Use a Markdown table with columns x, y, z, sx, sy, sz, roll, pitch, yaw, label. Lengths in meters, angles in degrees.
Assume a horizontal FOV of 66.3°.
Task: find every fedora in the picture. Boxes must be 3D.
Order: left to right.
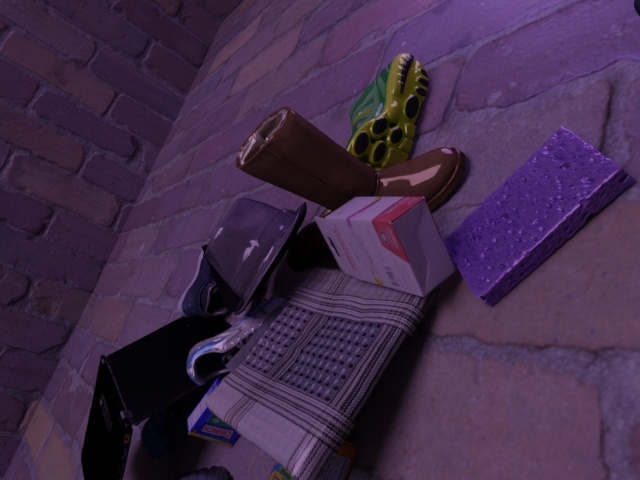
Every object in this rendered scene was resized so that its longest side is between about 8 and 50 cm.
| x | y | z | sx | sy | sz | roll | pitch | yaw | label |
| --- | --- | --- | --- | --- | --- | --- | --- | --- | --- |
| -0.132 | 0.006 | 0.920 | 0.244 | 0.124 | 0.275 | -58 | 0 | 14 | fedora |

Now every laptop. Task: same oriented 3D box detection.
| x | y | z | sx | sy | sz | roll | pitch | yaw | label |
| --- | --- | --- | --- | --- | --- | --- | --- | --- | --- |
| -0.350 | 0.372 | 1.079 | 0.382 | 0.236 | 0.408 | 13 | 92 | 60 | laptop |

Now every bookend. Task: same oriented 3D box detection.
| x | y | z | sx | sy | sz | roll | pitch | yaw | label |
| --- | --- | --- | --- | --- | --- | --- | --- | --- | --- |
| -0.153 | 0.054 | 1.077 | 0.072 | 0.156 | 0.157 | -14 | 98 | 52 | bookend |

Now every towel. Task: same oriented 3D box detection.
| x | y | z | sx | sy | sz | roll | pitch | yaw | label |
| --- | --- | --- | --- | --- | --- | --- | --- | --- | --- |
| -0.019 | 0.158 | 0.734 | 0.312 | 0.056 | 0.324 | -52 | 26 | -21 | towel |

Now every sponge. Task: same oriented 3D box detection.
| x | y | z | sx | sy | sz | roll | pitch | yaw | label |
| --- | --- | --- | --- | --- | --- | --- | --- | --- | --- |
| 0.250 | -0.030 | 0.596 | 0.210 | 0.031 | 0.117 | -49 | 31 | 22 | sponge |

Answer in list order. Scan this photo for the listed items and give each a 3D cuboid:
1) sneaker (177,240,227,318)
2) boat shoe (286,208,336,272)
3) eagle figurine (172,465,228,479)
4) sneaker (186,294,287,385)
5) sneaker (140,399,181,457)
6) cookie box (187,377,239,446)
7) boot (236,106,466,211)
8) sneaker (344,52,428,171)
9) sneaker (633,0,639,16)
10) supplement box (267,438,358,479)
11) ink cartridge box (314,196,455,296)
| x | y | z | sx | sy | sz | roll | pitch | yaw | label |
| --- | --- | --- | --- | --- | --- | --- | --- | --- | --- |
| -0.249 | 0.087 | 1.203 | 0.163 | 0.086 | 0.226 | -8 | 55 | 51 | sneaker |
| 0.001 | 0.000 | 0.917 | 0.178 | 0.064 | 0.060 | -45 | 32 | 21 | boat shoe |
| -0.242 | 0.484 | 0.766 | 0.226 | 0.298 | 0.225 | -30 | 64 | -3 | eagle figurine |
| -0.140 | 0.188 | 0.907 | 0.237 | 0.085 | 0.086 | -33 | 33 | 1 | sneaker |
| -0.357 | 0.408 | 1.117 | 0.073 | 0.063 | 0.162 | -32 | 40 | 35 | sneaker |
| -0.175 | 0.313 | 0.891 | 0.107 | 0.092 | 0.040 | -54 | 27 | 13 | cookie box |
| 0.047 | -0.115 | 0.736 | 0.236 | 0.269 | 0.089 | -38 | 37 | 34 | boot |
| 0.109 | -0.206 | 0.902 | 0.123 | 0.109 | 0.295 | -18 | 41 | 60 | sneaker |
| 0.366 | -0.187 | 0.507 | 0.098 | 0.083 | 0.224 | -45 | 34 | 34 | sneaker |
| -0.038 | 0.364 | 0.654 | 0.078 | 0.080 | 0.233 | 7 | 67 | 57 | supplement box |
| 0.081 | 0.001 | 0.694 | 0.067 | 0.115 | 0.198 | -35 | 21 | -22 | ink cartridge box |
